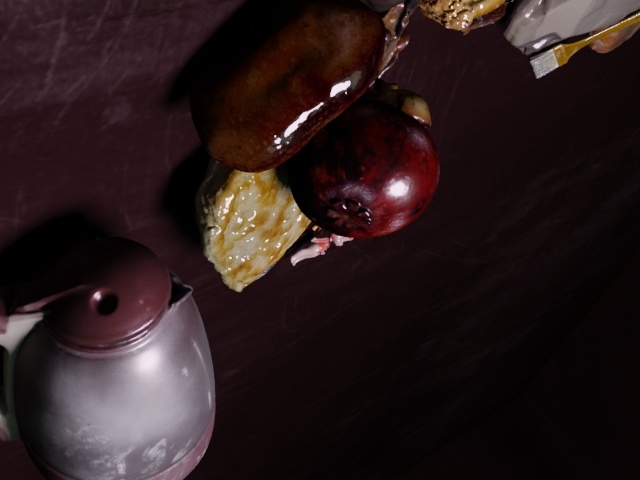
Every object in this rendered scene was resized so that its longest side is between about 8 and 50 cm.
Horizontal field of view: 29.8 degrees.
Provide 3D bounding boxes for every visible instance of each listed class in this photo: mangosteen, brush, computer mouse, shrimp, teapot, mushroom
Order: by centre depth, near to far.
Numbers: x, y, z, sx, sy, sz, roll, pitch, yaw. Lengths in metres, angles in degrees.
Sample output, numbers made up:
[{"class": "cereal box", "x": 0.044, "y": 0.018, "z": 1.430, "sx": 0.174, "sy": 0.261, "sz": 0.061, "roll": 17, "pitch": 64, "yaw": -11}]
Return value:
[{"class": "mushroom", "x": -0.030, "y": -0.174, "z": 1.308, "sx": 0.227, "sy": 0.148, "sz": 0.217, "roll": -35, "pitch": 179, "yaw": 5}, {"class": "teapot", "x": -0.275, "y": 0.130, "z": 1.341, "sx": 0.314, "sy": 0.233, "sz": 0.312, "roll": -8, "pitch": 143, "yaw": -11}, {"class": "mangosteen", "x": 0.053, "y": -0.100, "z": 1.390, "sx": 0.200, "sy": 0.200, "sz": 0.200, "roll": -37, "pitch": 159, "yaw": -17}, {"class": "shrimp", "x": 0.073, "y": -0.251, "z": 1.396, "sx": 0.117, "sy": 0.066, "sz": 0.262, "roll": -45, "pitch": 179, "yaw": -34}, {"class": "computer mouse", "x": 0.414, "y": -0.412, "z": 1.599, "sx": 0.429, "sy": 0.145, "sz": 0.228, "roll": -36, "pitch": 170, "yaw": 16}, {"class": "brush", "x": 0.427, "y": -0.316, "z": 1.895, "sx": 0.205, "sy": 0.011, "sz": 0.083, "roll": -26, "pitch": 162, "yaw": 11}, {"class": "shrimp", "x": 0.513, "y": -0.404, "z": 1.912, "sx": 0.164, "sy": 0.062, "sz": 0.317, "roll": -41, "pitch": 164, "yaw": -16}]

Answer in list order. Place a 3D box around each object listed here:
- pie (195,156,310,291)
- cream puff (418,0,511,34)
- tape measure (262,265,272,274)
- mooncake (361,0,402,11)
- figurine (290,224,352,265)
[{"class": "pie", "x": -0.079, "y": -0.046, "z": 1.468, "sx": 0.201, "sy": 0.090, "sz": 0.248, "roll": -54, "pitch": 156, "yaw": -13}, {"class": "cream puff", "x": 0.163, "y": -0.301, "z": 1.388, "sx": 0.133, "sy": 0.119, "sz": 0.104, "roll": -41, "pitch": 141, "yaw": -39}, {"class": "tape measure", "x": -0.090, "y": 0.009, "z": 1.620, "sx": 0.091, "sy": 0.054, "sz": 0.094, "roll": -20, "pitch": 141, "yaw": -50}, {"class": "mooncake", "x": 0.110, "y": -0.342, "z": 1.056, "sx": 0.290, "sy": 0.161, "sz": 0.290, "roll": -39, "pitch": -176, "yaw": 3}, {"class": "figurine", "x": 0.000, "y": 0.000, "z": 1.784, "sx": 0.109, "sy": 0.047, "sz": 0.064, "roll": -32, "pitch": 166, "yaw": -4}]
